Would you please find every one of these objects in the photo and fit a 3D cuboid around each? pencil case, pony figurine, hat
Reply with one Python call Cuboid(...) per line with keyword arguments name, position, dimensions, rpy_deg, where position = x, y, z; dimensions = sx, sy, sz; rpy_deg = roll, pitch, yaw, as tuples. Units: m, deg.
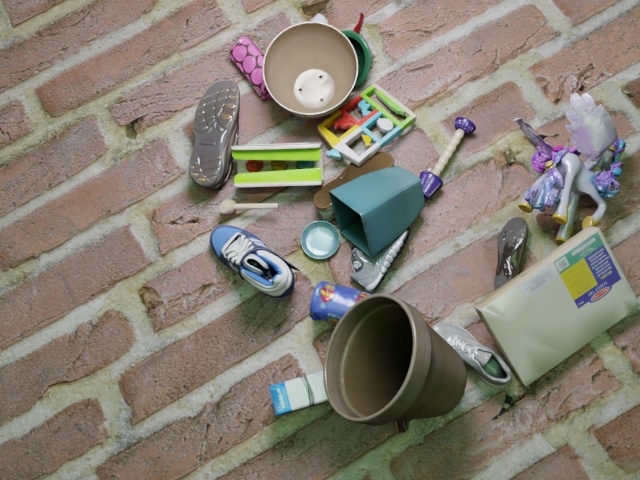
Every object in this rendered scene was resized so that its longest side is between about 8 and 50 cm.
Cuboid(name="pencil case", position=(0.113, 0.212, 1.759), dimensions=(0.306, 0.133, 0.119), rpy_deg=(17, 42, 8))
Cuboid(name="pony figurine", position=(0.721, -0.212, 1.768), dimensions=(0.351, 0.303, 0.363), rpy_deg=(37, 76, -21))
Cuboid(name="hat", position=(0.133, -0.612, 2.009), dimensions=(0.173, 0.183, 0.208), rpy_deg=(29, 123, 22))
Cuboid(name="pencil case", position=(-0.211, -0.558, 1.993), dimensions=(0.098, 0.095, 0.209), rpy_deg=(-42, 73, 18))

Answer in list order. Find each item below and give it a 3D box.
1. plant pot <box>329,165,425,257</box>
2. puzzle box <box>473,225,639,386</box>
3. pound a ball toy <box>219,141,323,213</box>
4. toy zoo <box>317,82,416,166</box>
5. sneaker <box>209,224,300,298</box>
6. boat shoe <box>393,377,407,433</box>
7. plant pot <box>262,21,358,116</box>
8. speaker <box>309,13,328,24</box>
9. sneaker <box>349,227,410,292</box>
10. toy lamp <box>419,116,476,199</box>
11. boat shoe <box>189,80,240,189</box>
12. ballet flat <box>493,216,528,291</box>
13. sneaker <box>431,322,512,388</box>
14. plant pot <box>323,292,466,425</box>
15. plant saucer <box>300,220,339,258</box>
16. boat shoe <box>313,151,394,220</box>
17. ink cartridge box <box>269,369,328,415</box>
Cuboid(name="plant pot", position=(0.180, -0.104, 1.788), dimensions=(0.234, 0.165, 0.166), rpy_deg=(-31, 41, -15))
Cuboid(name="puzzle box", position=(0.660, 0.182, 1.704), dimensions=(0.409, 0.052, 0.272), rpy_deg=(-33, 102, -5))
Cuboid(name="pound a ball toy", position=(-0.151, -0.194, 1.892), dimensions=(0.319, 0.136, 0.208), rpy_deg=(-2, 101, 4))
Cuboid(name="toy zoo", position=(0.128, -0.351, 1.906), dimensions=(0.293, 0.030, 0.192), rpy_deg=(-39, 66, -14))
Cuboid(name="sneaker", position=(-0.208, 0.041, 1.764), dimensions=(0.323, 0.236, 0.130), rpy_deg=(39, 82, 12))
Cuboid(name="boat shoe", position=(0.222, 0.432, 1.720), dimensions=(0.073, 0.073, 0.207), rpy_deg=(-11, 76, 3))
Cuboid(name="plant pot", position=(-0.026, -0.502, 1.901), dimensions=(0.284, 0.191, 0.284), rpy_deg=(0, 85, 3))
Cuboid(name="speaker", position=(-0.034, -0.683, 2.024), dimensions=(0.055, 0.055, 0.136), rpy_deg=(37, 81, 12))
Cuboid(name="sneaker", position=(0.162, 0.030, 1.820), dimensions=(0.132, 0.086, 0.228), rpy_deg=(31, 81, 13))
Cuboid(name="toy lamp", position=(0.377, -0.249, 1.876), dimensions=(0.080, 0.080, 0.274), rpy_deg=(30, 78, 11))
Cuboid(name="boat shoe", position=(-0.324, -0.325, 1.922), dimensions=(0.132, 0.130, 0.355), rpy_deg=(11, 78, 11))
Cuboid(name="ballet flat", position=(0.562, 0.051, 1.802), dimensions=(0.084, 0.058, 0.250), rpy_deg=(-1, 66, 41))
Cuboid(name="sneaker", position=(0.425, 0.310, 1.710), dimensions=(0.262, 0.121, 0.099), rpy_deg=(33, 80, 11))
Cuboid(name="plant pot", position=(0.215, 0.327, 1.569), dimensions=(0.280, 0.323, 0.323), rpy_deg=(24, 75, -33))
Cuboid(name="plant saucer", position=(0.000, 0.000, 1.870), dimensions=(0.119, 0.021, 0.119), rpy_deg=(-1, 76, 5))
Cuboid(name="boat shoe", position=(0.107, -0.169, 1.880), dimensions=(0.285, 0.089, 0.104), rpy_deg=(-33, 50, -7))
Cuboid(name="ink cartridge box", position=(-0.027, 0.417, 1.703), dimensions=(0.203, 0.148, 0.086), rpy_deg=(-16, 74, 1))
